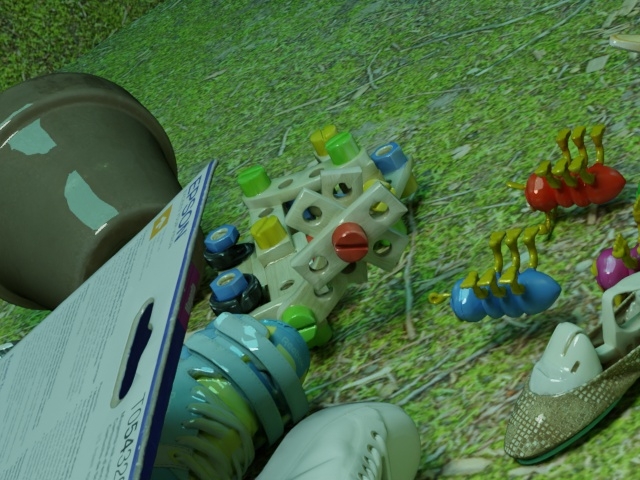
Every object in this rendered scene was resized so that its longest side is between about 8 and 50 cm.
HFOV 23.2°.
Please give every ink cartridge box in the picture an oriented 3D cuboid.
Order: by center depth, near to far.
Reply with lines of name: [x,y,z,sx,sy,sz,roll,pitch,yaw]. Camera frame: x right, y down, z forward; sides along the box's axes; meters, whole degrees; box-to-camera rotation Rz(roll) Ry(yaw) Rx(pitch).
ink cartridge box: [-0.168,0.149,1.012,0.330,0.071,0.324,-39,25,31]

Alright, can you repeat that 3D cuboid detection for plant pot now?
plant pot: [-0.232,-0.017,1.621,0.263,0.263,0.229,-35,39,-16]

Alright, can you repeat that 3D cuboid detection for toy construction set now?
toy construction set: [0.000,0.000,1.415,0.215,0.151,0.327,-26,11,5]

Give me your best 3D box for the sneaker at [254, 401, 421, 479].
sneaker: [0.013,0.186,0.986,0.123,0.106,0.290,-2,17,33]

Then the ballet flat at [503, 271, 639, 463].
ballet flat: [0.199,0.073,1.093,0.206,0.067,0.073,-36,24,-18]

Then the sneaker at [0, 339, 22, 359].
sneaker: [-0.349,0.186,1.496,0.234,0.078,0.106,-35,25,-7]

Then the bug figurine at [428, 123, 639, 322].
bug figurine: [0.220,-0.008,1.247,0.216,0.072,0.279,-6,25,31]

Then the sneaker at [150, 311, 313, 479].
sneaker: [-0.083,0.148,1.187,0.208,0.127,0.319,-32,22,-7]

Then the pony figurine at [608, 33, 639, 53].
pony figurine: [0.334,0.002,0.799,0.363,0.351,0.303,-8,27,1]
